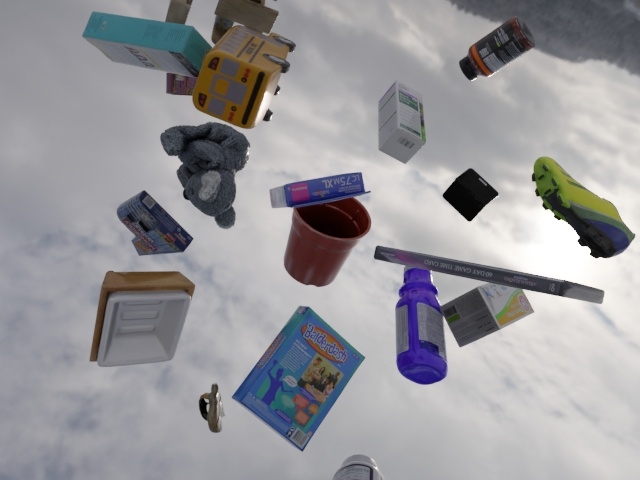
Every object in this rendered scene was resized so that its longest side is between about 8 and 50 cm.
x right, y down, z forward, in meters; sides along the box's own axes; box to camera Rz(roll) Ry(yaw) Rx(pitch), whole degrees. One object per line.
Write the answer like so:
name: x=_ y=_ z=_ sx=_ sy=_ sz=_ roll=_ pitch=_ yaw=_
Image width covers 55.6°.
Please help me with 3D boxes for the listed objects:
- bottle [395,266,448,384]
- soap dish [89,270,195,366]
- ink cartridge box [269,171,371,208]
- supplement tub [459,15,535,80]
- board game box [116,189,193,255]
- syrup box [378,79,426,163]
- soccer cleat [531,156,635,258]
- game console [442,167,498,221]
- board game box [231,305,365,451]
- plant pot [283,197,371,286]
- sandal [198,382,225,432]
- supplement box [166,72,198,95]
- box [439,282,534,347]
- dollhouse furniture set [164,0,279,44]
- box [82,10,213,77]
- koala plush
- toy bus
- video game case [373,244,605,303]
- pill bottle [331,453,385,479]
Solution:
bottle: x=0.224 y=0.177 z=1.371 sx=0.118 sy=0.092 sz=0.282 roll=34 pitch=-138 yaw=-32
soap dish: x=-0.473 y=0.200 z=1.589 sx=0.229 sy=0.290 sz=0.118 roll=0 pitch=-137 yaw=-29
ink cartridge box: x=-0.011 y=-0.118 z=1.456 sx=0.186 sy=0.065 sz=0.311 roll=-11 pitch=-173 yaw=-12
supplement tub: x=0.492 y=-0.533 z=1.712 sx=0.106 sy=0.198 sz=0.105 roll=29 pitch=-134 yaw=-36
board game box: x=-0.490 y=-0.030 z=1.719 sx=0.194 sy=0.194 sz=0.060 roll=48 pitch=-132 yaw=-21
syrup box: x=0.224 y=-0.334 z=1.694 sx=0.093 sy=0.096 sz=0.236 roll=25 pitch=-136 yaw=-20
soccer cleat: x=0.612 y=-0.086 z=1.425 sx=0.121 sy=0.093 sz=0.289 roll=-26 pitch=-112 yaw=-19
game console: x=0.452 y=-0.138 z=1.832 sx=0.107 sy=0.071 sz=0.122 roll=-36 pitch=-107 yaw=-23
board game box: x=-0.036 y=0.250 z=1.114 sx=0.160 sy=0.047 sz=0.210 roll=45 pitch=-111 yaw=-18
plant pot: x=0.000 y=0.000 z=2.071 sx=0.273 sy=0.265 sz=0.272 roll=13 pitch=-141 yaw=-11
sandal: x=-0.224 y=0.340 z=1.232 sx=0.049 sy=0.072 sz=0.180 roll=-12 pitch=-174 yaw=-5
supplement box: x=-0.345 y=-0.395 z=1.540 sx=0.083 sy=0.054 sz=0.043 roll=-4 pitch=-164 yaw=-34
box: x=0.384 y=0.158 z=1.390 sx=0.203 sy=0.114 sz=0.103 roll=-8 pitch=-112 yaw=-50
dollhouse furniture set: x=-0.225 y=-0.532 z=1.413 sx=0.242 sy=0.212 sz=0.160 roll=14 pitch=-118 yaw=-19
box: x=-0.333 y=-0.382 z=1.185 sx=0.245 sy=0.060 sz=0.100 roll=16 pitch=171 yaw=21
koala plush: x=-0.257 y=-0.150 z=1.449 sx=0.204 sy=0.196 sz=0.221 roll=-13 pitch=-124 yaw=-1
toy bus: x=-0.128 y=-0.305 z=1.095 sx=0.130 sy=0.108 sz=0.332 roll=20 pitch=-153 yaw=-9
video game case: x=0.243 y=0.049 z=0.882 sx=0.274 sy=0.026 sz=0.196 roll=12 pitch=180 yaw=39
pill bottle: x=0.069 y=0.480 z=1.126 sx=0.108 sy=0.108 sz=0.193 roll=25 pitch=-169 yaw=1
